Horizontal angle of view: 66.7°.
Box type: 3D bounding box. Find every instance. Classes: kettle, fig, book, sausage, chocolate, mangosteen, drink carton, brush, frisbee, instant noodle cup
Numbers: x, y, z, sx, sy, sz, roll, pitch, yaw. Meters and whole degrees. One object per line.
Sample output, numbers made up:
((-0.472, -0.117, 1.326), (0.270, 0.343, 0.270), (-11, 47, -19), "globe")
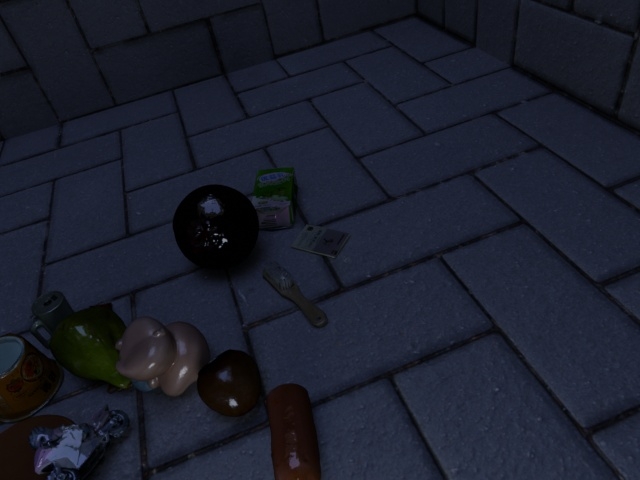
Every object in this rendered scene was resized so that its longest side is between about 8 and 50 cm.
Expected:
((-0.842, 0.254, 1.550), (0.098, 0.148, 0.127), (-1, 42, 10), "kettle")
((-0.642, 0.327, 1.407), (0.206, 0.206, 0.275), (-36, 60, -24), "fig")
((0.000, 0.000, 1.727), (0.182, 0.014, 0.127), (13, 47, 26), "book")
((-0.064, 0.471, 1.156), (0.113, 0.113, 0.259), (-14, 41, -2), "sausage")
((-0.231, 0.380, 1.275), (0.177, 0.176, 0.176), (-7, 42, 6), "chocolate")
((-0.345, -0.041, 1.680), (0.297, 0.313, 0.297), (-4, 78, 21), "mangosteen")
((-0.178, -0.165, 1.882), (0.161, 0.108, 0.271), (-4, 41, 5), "drink carton")
((-0.087, 0.158, 1.541), (0.070, 0.065, 0.327), (-30, 46, -22), "brush")
((-0.755, 0.554, 1.257), (0.251, 0.021, 0.251), (1, 32, 0), "frisbee")
((-0.889, 0.384, 1.399), (0.216, 0.172, 0.216), (-6, 42, 5), "instant noodle cup")

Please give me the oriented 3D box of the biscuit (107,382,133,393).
((-0.576, 0.409, 1.415), (0.092, 0.016, 0.082), (1, 42, 17), "biscuit")

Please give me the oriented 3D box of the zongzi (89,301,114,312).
((-0.725, 0.231, 1.631), (0.083, 0.067, 0.073), (1, 28, -12), "zongzi")

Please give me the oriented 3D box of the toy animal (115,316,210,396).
((-0.430, 0.304, 1.335), (0.229, 0.221, 0.210), (-19, 51, -13), "toy animal")

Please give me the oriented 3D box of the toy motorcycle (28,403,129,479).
((-0.630, 0.500, 1.224), (0.204, 0.108, 0.239), (22, 23, 12), "toy motorcycle")
